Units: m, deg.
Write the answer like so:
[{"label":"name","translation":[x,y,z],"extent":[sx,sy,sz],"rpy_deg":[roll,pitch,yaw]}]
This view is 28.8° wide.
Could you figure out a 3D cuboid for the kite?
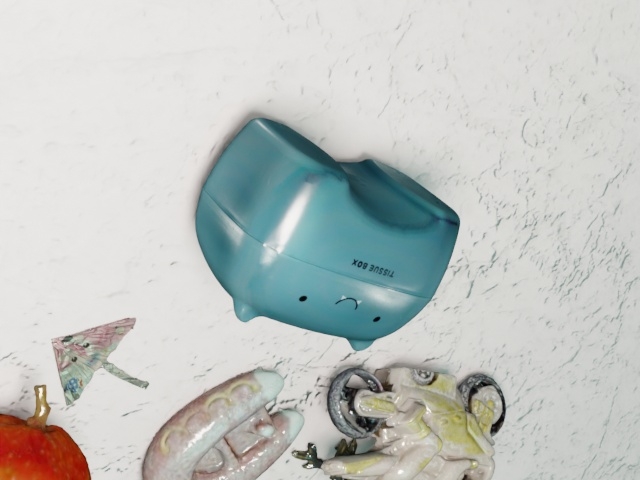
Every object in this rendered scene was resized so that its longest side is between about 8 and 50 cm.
[{"label":"kite","translation":[-0.262,0.147,1.495],"extent":[0.139,0.011,0.156],"rpy_deg":[-49,132,6]}]

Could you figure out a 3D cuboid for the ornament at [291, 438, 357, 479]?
[{"label":"ornament","translation":[0.009,0.384,1.778],"extent":[0.202,0.080,0.236],"rpy_deg":[-32,133,-18]}]

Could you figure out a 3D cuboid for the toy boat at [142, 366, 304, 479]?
[{"label":"toy boat","translation":[-0.123,0.273,1.614],"extent":[0.227,0.085,0.155],"rpy_deg":[-33,132,-11]}]

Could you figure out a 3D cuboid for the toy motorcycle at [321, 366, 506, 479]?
[{"label":"toy motorcycle","translation":[0.139,0.286,1.735],"extent":[0.340,0.108,0.223],"rpy_deg":[12,74,-39]}]

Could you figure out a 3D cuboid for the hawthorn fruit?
[{"label":"hawthorn fruit","translation":[-0.354,0.281,1.402],"extent":[0.205,0.205,0.253],"rpy_deg":[15,104,-38]}]

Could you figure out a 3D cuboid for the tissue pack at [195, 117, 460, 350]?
[{"label":"tissue pack","translation":[0.000,0.000,1.441],"extent":[0.287,0.198,0.206],"rpy_deg":[19,107,-41]}]
